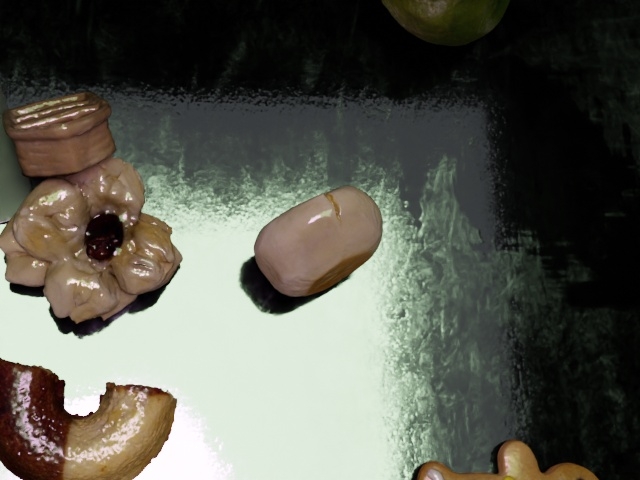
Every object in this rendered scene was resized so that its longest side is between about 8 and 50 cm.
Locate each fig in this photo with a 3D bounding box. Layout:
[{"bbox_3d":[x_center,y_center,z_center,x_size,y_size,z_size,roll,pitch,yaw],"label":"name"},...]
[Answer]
[{"bbox_3d":[0.129,-0.357,1.327,0.235,0.203,0.203,18,71,19],"label":"fig"}]

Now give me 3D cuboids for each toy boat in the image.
[{"bbox_3d":[-0.288,-0.116,1.167,0.116,0.188,0.061,-16,109,-15],"label":"toy boat"}]

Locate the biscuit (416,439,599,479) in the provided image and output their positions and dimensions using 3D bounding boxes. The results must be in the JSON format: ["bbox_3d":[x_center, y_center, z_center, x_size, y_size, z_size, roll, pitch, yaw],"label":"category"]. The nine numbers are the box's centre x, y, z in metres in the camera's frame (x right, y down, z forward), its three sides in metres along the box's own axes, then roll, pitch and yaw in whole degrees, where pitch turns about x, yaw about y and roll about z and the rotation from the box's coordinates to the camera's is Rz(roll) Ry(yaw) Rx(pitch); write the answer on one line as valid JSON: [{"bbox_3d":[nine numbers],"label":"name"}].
[{"bbox_3d":[0.228,0.317,1.236,0.240,0.035,0.158,-8,79,-13],"label":"biscuit"}]

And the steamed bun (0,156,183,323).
[{"bbox_3d":[-0.264,-0.002,1.179,0.192,0.106,0.177,-31,84,-18],"label":"steamed bun"}]

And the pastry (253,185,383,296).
[{"bbox_3d":[0.000,0.000,1.211,0.156,0.156,0.092,-32,77,-17],"label":"pastry"}]

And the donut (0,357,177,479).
[{"bbox_3d":[-0.265,0.201,1.137,0.217,0.085,0.141,8,74,-11],"label":"donut"}]

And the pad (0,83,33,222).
[{"bbox_3d":[-0.445,-0.123,1.227,0.170,0.006,0.246,-17,80,-16],"label":"pad"}]
